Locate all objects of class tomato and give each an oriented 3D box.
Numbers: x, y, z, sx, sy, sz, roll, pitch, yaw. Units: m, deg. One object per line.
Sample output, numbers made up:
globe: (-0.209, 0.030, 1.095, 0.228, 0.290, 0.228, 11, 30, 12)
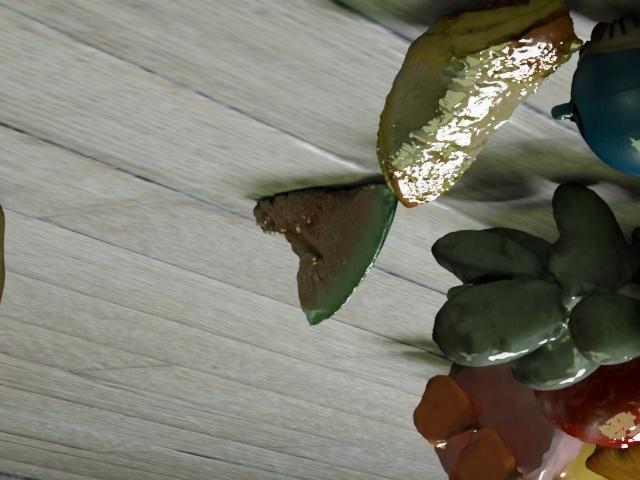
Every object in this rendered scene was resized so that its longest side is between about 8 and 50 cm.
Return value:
tomato: (0.251, 0.066, 1.460, 0.189, 0.173, 0.099, -8, 130, 1)

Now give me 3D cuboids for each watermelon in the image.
watermelon: (0.011, 0.002, 1.415, 0.080, 0.101, 0.155, 29, 145, -36)

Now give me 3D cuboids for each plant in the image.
plant: (0.211, 0.037, 1.321, 0.274, 0.149, 0.146, 1, -169, 12)

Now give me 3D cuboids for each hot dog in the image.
hot dog: (0.075, -0.088, 1.035, 0.078, 0.061, 0.169, 5, 143, -35)

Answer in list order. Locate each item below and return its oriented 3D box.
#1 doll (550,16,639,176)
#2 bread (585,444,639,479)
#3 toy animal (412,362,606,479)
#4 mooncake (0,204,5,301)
doll: (0.194, -0.079, 1.004, 0.152, 0.086, 0.114, -10, 174, 15)
bread: (0.392, 0.186, 1.872, 0.269, 0.148, 0.270, 4, 166, 1)
toy animal: (0.216, 0.205, 2.019, 0.169, 0.195, 0.281, -39, 152, 6)
mooncake: (-0.425, 0.039, 1.440, 0.378, 0.201, 0.378, 4, 166, 1)
